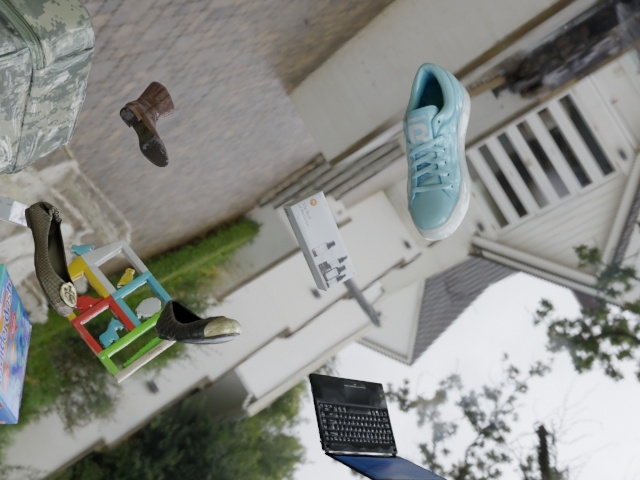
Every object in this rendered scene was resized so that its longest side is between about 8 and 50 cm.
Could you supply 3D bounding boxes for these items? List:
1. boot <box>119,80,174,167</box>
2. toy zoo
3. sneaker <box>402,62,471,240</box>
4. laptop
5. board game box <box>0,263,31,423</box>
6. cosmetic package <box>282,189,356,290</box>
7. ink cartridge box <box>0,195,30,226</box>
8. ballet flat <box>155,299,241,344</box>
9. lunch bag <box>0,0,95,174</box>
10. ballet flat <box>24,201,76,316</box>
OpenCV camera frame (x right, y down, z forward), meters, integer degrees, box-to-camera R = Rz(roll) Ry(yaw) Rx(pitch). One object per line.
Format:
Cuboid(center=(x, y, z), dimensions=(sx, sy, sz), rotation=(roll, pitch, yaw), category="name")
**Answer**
Cuboid(center=(-0.238, -0.175, 1.096), dimensions=(0.037, 0.106, 0.114), rotation=(-20, -158, 23), category="boot")
Cuboid(center=(-0.431, 0.126, 1.544), dimensions=(0.192, 0.293, 0.030), rotation=(-37, 171, -28), category="toy zoo")
Cuboid(center=(0.207, -0.184, 1.454), dimensions=(0.135, 0.365, 0.150), rotation=(-14, 149, 35), category="sneaker")
Cuboid(center=(0.122, 0.391, 1.543), dimensions=(0.234, 0.264, 0.137), rotation=(18, 140, -42), category="laptop")
Cuboid(center=(-0.454, 0.149, 1.033), dimensions=(0.047, 0.160, 0.210), rotation=(1, 151, -9), category="board game box")
Cuboid(center=(0.000, 0.000, 1.877), dimensions=(0.099, 0.239, 0.060), rotation=(-29, -165, -22), category="cosmetic package")
Cuboid(center=(-0.746, -0.071, 1.767), dimensions=(0.122, 0.089, 0.052), rotation=(59, 46, -77), category="ink cartridge box")
Cuboid(center=(-0.144, 0.092, 0.840), dimensions=(0.058, 0.049, 0.173), rotation=(8, 172, -36), category="ballet flat")
Cuboid(center=(-0.447, -0.204, 0.901), dimensions=(0.256, 0.212, 0.305), rotation=(-42, 178, -38), category="lunch bag")
Cuboid(center=(-0.493, 0.027, 1.373), dimensions=(0.058, 0.249, 0.084), rotation=(-24, 150, -2), category="ballet flat")
